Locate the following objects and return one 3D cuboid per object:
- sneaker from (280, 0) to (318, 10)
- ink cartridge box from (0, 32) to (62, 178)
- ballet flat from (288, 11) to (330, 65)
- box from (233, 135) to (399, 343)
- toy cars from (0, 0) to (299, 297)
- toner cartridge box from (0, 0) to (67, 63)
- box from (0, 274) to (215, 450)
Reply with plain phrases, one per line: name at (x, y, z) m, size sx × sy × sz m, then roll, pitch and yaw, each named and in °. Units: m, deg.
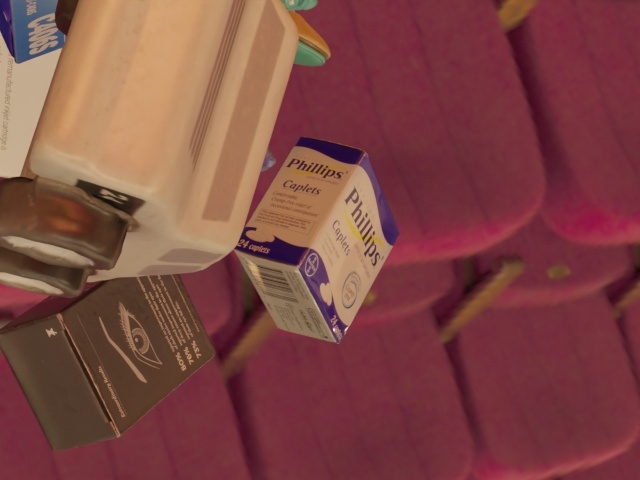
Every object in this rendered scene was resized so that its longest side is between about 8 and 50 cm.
sneaker at (-0.018, -0.350, 1.319) m, size 0.110 × 0.107 × 0.275 m, roll 12°, pitch 119°, yaw -9°
ink cartridge box at (-0.439, -0.238, 1.695) m, size 0.395 × 0.166 × 0.285 m, roll 10°, pitch 136°, yaw -8°
ballet flat at (-0.090, -0.262, 1.560) m, size 0.232 × 0.073 × 0.080 m, roll 13°, pitch 166°, yaw -23°
box at (0.000, 0.000, 1.244) m, size 0.072 × 0.137 × 0.126 m, roll 13°, pitch 149°, yaw 29°
toy cars at (-0.005, -0.107, 0.339) m, size 0.087 × 0.176 × 0.393 m, roll 18°, pitch 127°, yaw -12°
toner cartridge box at (-0.229, -0.301, 0.875) m, size 0.075 × 0.347 × 0.165 m, roll -23°, pitch 178°, yaw -12°
box at (-0.236, 0.116, 1.534) m, size 0.108 × 0.153 × 0.207 m, roll -16°, pitch -168°, yaw 34°
